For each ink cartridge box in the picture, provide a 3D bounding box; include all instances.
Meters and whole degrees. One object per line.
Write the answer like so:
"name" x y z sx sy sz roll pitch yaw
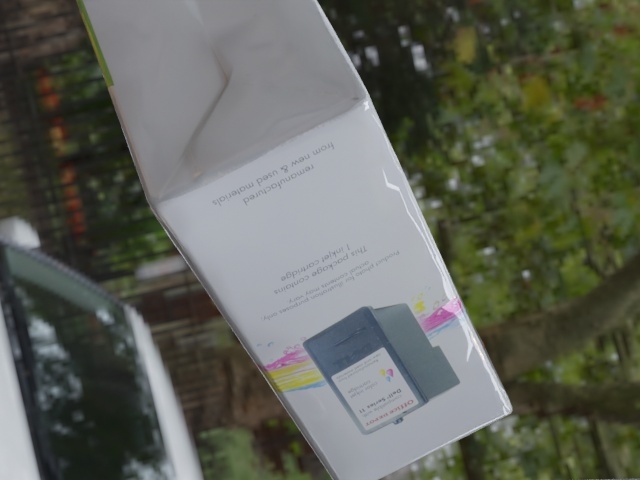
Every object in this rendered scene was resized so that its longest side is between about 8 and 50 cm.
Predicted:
"ink cartridge box" 0.000 0.000 0.859 0.353 0.119 0.207 62 2 -47

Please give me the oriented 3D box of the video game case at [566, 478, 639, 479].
"video game case" 0.373 0.215 1.246 0.204 0.285 0.025 21 67 -61
